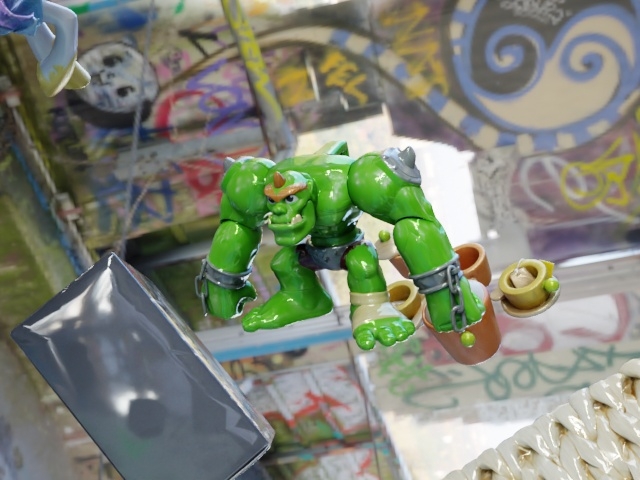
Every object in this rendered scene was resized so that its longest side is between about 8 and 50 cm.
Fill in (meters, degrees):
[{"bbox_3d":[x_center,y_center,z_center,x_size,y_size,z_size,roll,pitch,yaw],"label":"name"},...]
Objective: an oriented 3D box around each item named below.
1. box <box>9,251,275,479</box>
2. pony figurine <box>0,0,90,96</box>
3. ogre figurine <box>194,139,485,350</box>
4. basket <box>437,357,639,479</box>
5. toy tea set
[{"bbox_3d":[-0.240,0.220,1.253,0.343,0.179,0.312,49,-7,6],"label":"box"},{"bbox_3d":[-0.421,-0.304,0.921,0.363,0.351,0.303,102,-16,-48],"label":"pony figurine"},{"bbox_3d":[0.000,0.000,0.548,0.097,0.197,0.118,-20,108,-39],"label":"ogre figurine"},{"bbox_3d":[0.251,0.273,0.542,0.331,0.266,0.328,35,19,-50],"label":"basket"},{"bbox_3d":[0.170,0.051,1.234,0.336,0.200,0.124,17,-35,52],"label":"toy tea set"}]
